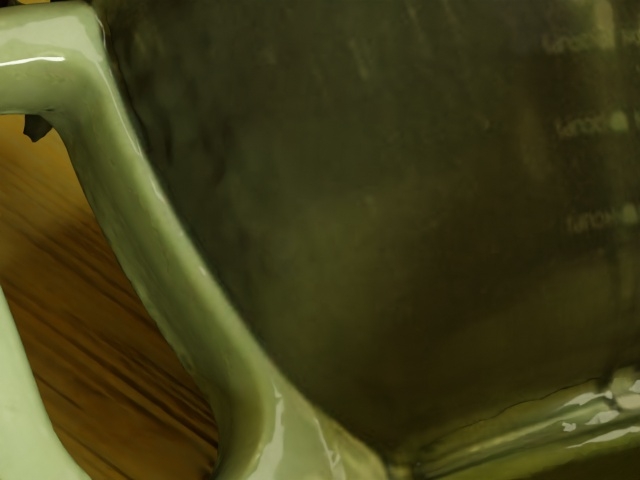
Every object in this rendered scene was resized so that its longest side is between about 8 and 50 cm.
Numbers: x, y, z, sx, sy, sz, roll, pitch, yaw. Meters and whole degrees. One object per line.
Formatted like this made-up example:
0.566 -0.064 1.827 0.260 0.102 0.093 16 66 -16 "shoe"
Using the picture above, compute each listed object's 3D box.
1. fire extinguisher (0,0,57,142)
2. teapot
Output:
-0.228 -0.123 0.631 0.337 0.114 0.135 20 45 -19 "fire extinguisher"
0.020 -0.009 0.559 0.322 0.239 0.239 2 66 -54 "teapot"
